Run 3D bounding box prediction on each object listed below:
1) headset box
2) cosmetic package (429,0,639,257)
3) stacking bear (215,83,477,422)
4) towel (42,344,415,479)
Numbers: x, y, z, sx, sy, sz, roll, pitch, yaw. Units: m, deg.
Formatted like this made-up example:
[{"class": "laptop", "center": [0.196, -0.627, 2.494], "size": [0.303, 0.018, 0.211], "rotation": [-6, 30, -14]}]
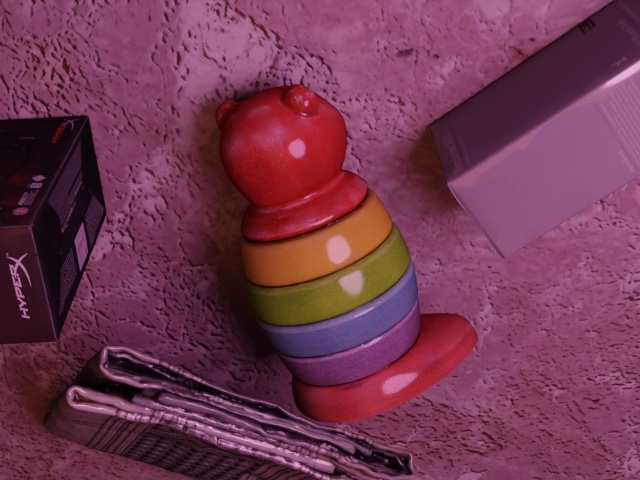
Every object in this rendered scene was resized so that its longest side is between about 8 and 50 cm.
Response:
[{"class": "headset box", "center": [-0.351, -0.010, 0.759], "size": [0.293, 0.218, 0.110], "rotation": [-3, 119, 1]}, {"class": "cosmetic package", "center": [0.220, -0.105, 0.772], "size": [0.238, 0.127, 0.107], "rotation": [-32, 117, 14]}, {"class": "stacking bear", "center": [0.000, 0.000, 0.810], "size": [0.175, 0.164, 0.289], "rotation": [-4, 115, 43]}, {"class": "towel", "center": [-0.110, 0.204, 0.891], "size": [0.312, 0.056, 0.324], "rotation": [23, 153, -15]}]
